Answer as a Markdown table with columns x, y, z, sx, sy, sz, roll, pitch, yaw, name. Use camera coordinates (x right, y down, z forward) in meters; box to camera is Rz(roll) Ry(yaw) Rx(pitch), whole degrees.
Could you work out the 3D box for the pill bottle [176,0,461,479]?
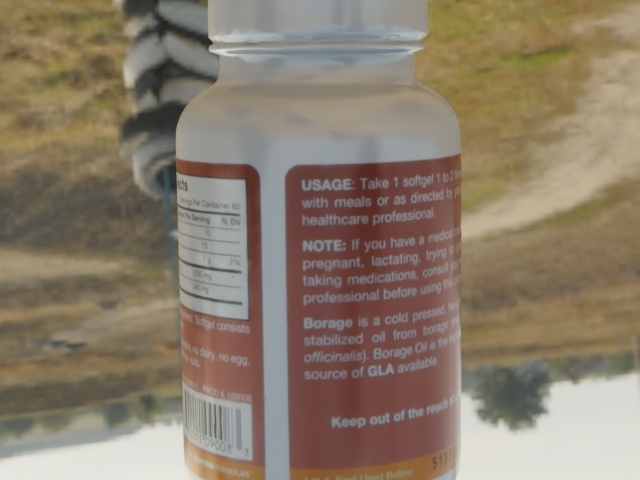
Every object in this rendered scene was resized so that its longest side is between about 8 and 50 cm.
| x | y | z | sx | sy | sz | roll | pitch | yaw | name |
| --- | --- | --- | --- | --- | --- | --- | --- | --- | --- |
| 0.000 | 0.000 | 0.577 | 0.121 | 0.216 | 0.121 | 0 | -172 | 0 | pill bottle |
